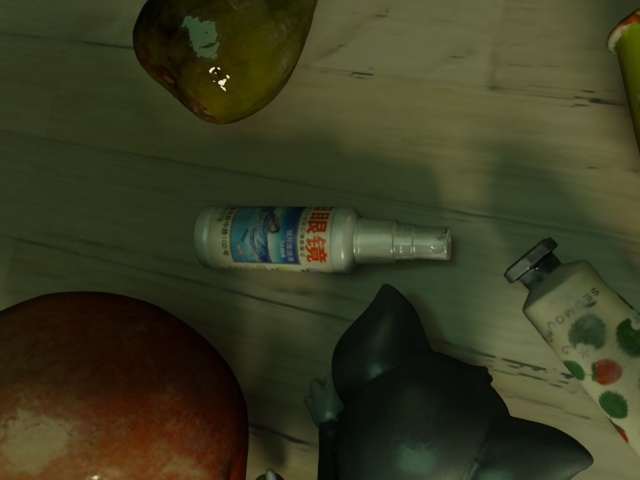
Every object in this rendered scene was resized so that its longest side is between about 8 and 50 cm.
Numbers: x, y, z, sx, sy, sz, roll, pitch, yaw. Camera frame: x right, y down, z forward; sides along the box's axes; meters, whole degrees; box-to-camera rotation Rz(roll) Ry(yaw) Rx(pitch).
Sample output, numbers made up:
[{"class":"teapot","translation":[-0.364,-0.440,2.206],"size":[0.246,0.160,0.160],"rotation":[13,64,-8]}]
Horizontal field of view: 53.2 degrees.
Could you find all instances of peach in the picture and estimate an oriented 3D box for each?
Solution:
[{"class":"peach","translation":[-0.172,0.163,0.480],"size":[0.252,0.252,0.252],"rotation":[-3,81,18]}]

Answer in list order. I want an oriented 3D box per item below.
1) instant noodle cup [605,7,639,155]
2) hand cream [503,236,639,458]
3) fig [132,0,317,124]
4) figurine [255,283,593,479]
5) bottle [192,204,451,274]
[{"class":"instant noodle cup","translation":[0.290,-0.073,0.397],"size":[0.205,0.205,0.153],"rotation":[-4,91,17]},{"class":"hand cream","translation":[0.239,0.114,0.449],"size":[0.095,0.059,0.276],"rotation":[-42,76,10]},{"class":"fig","translation":[-0.074,-0.197,0.561],"size":[0.133,0.127,0.185],"rotation":[42,100,32]},{"class":"figurine","translation":[0.023,0.173,0.468],"size":[0.265,0.140,0.193],"rotation":[-30,54,-12]},{"class":"bottle","translation":[0.000,0.000,0.541],"size":[0.217,0.060,0.060],"rotation":[2,83,17]}]
